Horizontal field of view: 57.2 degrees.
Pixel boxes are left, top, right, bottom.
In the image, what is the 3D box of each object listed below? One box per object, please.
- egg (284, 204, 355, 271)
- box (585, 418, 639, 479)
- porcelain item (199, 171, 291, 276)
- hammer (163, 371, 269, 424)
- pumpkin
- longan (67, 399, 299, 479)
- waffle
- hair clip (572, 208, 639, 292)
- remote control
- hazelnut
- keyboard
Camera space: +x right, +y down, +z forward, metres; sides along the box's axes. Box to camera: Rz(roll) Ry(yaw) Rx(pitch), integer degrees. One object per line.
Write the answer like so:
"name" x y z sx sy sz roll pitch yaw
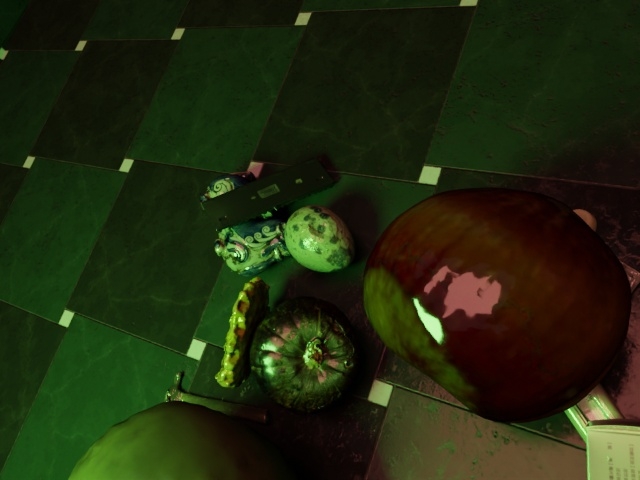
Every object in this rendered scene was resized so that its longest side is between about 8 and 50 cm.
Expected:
"egg" 0.000 0.000 1.326 0.181 0.141 0.141 39 89 24
"box" 0.462 0.432 0.833 0.145 0.173 0.333 -4 77 26
"porcelain item" -0.180 -0.052 1.453 0.186 0.138 0.288 -24 59 4
"hammer" -0.242 0.382 1.352 0.297 0.027 0.125 2 68 28
"pumpkin" -0.031 0.233 1.195 0.237 0.159 0.238 1 77 -5
"longan" -0.246 0.492 1.077 0.435 0.404 0.404 0 64 -6
"waffle" -0.159 0.198 1.261 0.052 0.254 0.245 13 87 8
"hair clip" 0.481 0.031 1.104 0.159 0.071 0.218 -53 50 13
"remote control" 0.478 0.318 0.985 0.078 0.042 0.221 -34 58 10
"hazelnut" 0.272 0.090 0.991 0.402 0.402 0.429 -49 43 1
"keyboard" -0.122 -0.108 1.412 0.317 0.027 0.106 -23 61 -19
